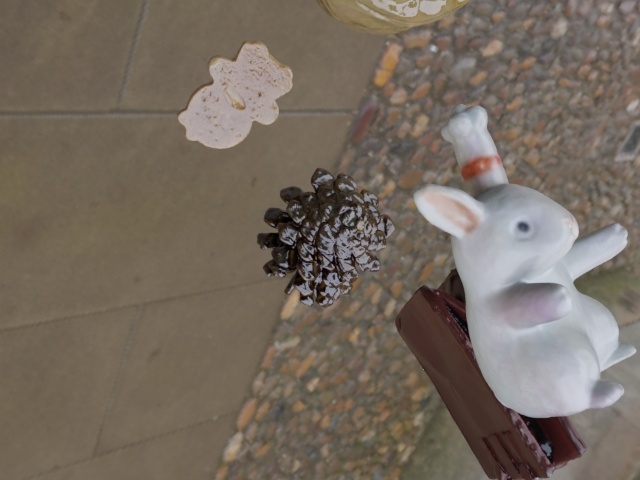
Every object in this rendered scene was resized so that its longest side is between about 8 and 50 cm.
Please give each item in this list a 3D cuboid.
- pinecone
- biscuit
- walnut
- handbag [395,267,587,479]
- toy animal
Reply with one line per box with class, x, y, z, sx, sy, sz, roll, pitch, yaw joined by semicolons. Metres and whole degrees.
pinecone;-0.001;0.002;1.485;0.228;0.202;0.201;-17;146;-35
biscuit;-0.126;-0.215;1.330;0.133;0.027;0.184;29;103;-20
walnut;0.083;-0.341;0.974;0.228;0.228;0.228;-30;142;-27
handbag;0.207;0.182;1.134;0.084;0.276;0.260;-28;166;-13
toy animal;0.182;0.018;0.761;0.140;0.138;0.283;-34;111;-51
